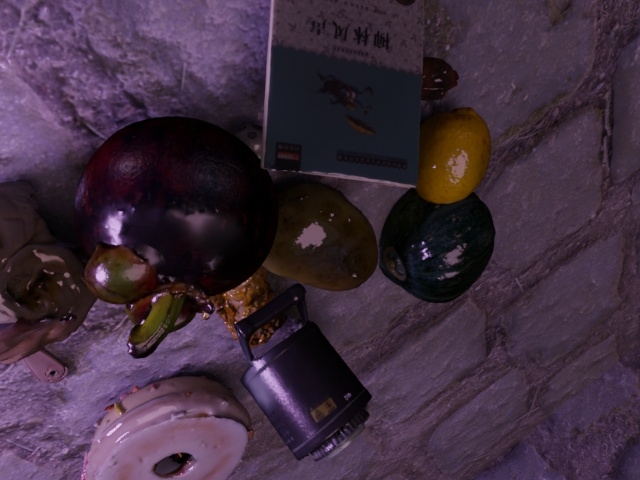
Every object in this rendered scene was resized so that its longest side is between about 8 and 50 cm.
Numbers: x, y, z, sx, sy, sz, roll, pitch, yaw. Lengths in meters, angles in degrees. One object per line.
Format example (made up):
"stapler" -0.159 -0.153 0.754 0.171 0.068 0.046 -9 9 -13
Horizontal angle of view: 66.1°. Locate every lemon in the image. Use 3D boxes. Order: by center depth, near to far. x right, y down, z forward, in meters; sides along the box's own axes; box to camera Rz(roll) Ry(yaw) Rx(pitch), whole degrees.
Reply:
"lemon" 0.272 -0.179 1.045 0.170 0.170 0.207 -7 117 -26

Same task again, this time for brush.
"brush" -0.559 0.183 0.888 0.072 0.067 0.312 -27 133 -12

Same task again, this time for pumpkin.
"pumpkin" 0.304 0.023 1.184 0.263 0.197 0.293 -19 132 -21

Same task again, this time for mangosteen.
"mangosteen" -0.217 -0.016 0.750 0.306 0.359 0.306 -1 140 -1

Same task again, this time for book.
"book" 0.043 -0.280 0.772 0.264 0.031 0.379 3 87 -20

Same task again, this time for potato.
"potato" 0.000 0.000 1.006 0.210 0.173 0.307 -50 133 7

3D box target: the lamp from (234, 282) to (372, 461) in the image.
"lamp" -0.023 0.316 1.042 0.205 0.272 0.374 -34 146 -27

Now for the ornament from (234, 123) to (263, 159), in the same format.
"ornament" -0.130 -0.134 0.900 0.075 0.081 0.156 -4 128 -34

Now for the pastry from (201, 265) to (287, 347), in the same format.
"pastry" -0.170 0.126 1.043 0.154 0.102 0.250 -29 134 -8

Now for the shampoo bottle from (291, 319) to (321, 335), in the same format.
"shampoo bottle" -0.078 0.295 1.247 0.065 0.065 0.204 20 110 -38

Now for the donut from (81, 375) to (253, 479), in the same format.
"donut" -0.352 0.470 1.154 0.383 0.142 0.382 -15 127 -20

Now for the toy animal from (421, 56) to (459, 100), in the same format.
"toy animal" 0.104 -0.296 0.868 0.312 0.157 0.097 -9 125 -26

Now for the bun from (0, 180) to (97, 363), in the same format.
"bun" -0.460 0.063 0.733 0.282 0.205 0.281 -15 112 -40
